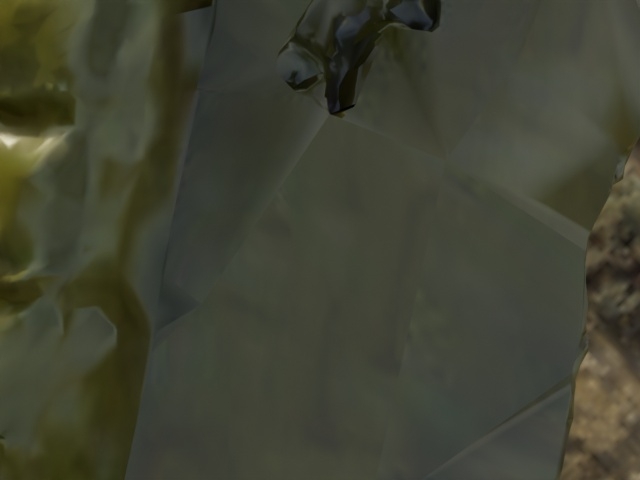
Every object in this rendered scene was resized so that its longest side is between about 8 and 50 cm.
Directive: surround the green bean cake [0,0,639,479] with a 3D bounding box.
[{"bbox_3d":[0.000,0.000,0.446,0.233,0.236,0.124,12,-2,-41],"label":"green bean cake"}]
